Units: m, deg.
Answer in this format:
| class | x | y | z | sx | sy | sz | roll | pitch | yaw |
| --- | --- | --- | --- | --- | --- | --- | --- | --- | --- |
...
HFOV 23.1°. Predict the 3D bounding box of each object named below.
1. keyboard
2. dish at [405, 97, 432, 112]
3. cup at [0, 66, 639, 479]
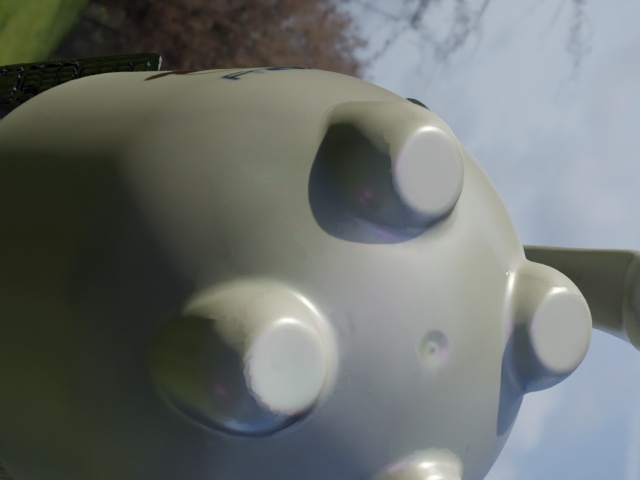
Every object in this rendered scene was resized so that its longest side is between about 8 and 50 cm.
| class | x | y | z | sx | sy | sz | roll | pitch | yaw |
| --- | --- | --- | --- | --- | --- | --- | --- | --- | --- |
| keyboard | -0.224 | -0.089 | 0.967 | 0.087 | 0.250 | 0.017 | -95 | 178 | -65 |
| dish | 0.000 | 0.000 | 0.721 | 0.141 | 0.078 | 0.141 | -174 | -90 | -72 |
| cup | 0.000 | 0.029 | 0.416 | 0.142 | 0.173 | 0.134 | 4 | -113 | 54 |
